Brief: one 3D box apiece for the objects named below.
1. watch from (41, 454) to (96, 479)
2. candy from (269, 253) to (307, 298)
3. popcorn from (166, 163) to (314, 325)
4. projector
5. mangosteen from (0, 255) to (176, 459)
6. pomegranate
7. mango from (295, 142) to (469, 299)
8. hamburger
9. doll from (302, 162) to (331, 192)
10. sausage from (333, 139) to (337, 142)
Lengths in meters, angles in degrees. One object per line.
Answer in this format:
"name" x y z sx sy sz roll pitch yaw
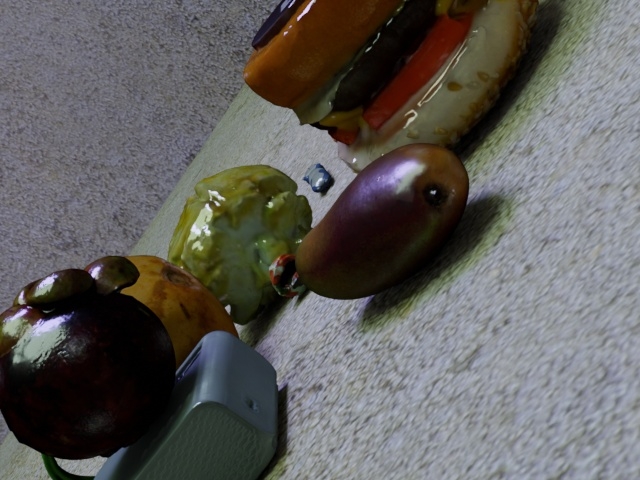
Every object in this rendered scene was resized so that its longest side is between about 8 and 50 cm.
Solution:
"watch" -0.315 0.296 1.844 0.165 0.152 0.131 -53 15 -5
"candy" 0.000 0.000 1.753 0.185 0.055 0.049 -50 17 -24
"popcorn" -0.110 0.001 1.839 0.221 0.183 0.204 -53 6 5
"projector" -0.150 0.243 1.472 0.250 0.108 0.198 -52 12 13
"mangosteen" -0.250 0.129 1.427 0.210 0.210 0.210 -50 12 15
"pomegranate" -0.235 0.150 1.690 0.264 0.264 0.264 -50 12 15
"mango" 0.066 -0.018 1.367 0.267 0.111 0.133 -37 36 50
"hamburger" 0.090 -0.240 1.579 0.330 0.250 0.330 -48 10 12
"doll" -0.004 -0.094 2.055 0.037 0.027 0.125 -45 12 3
"sausage" 0.084 -0.241 2.039 0.234 0.071 0.071 -56 12 -14
